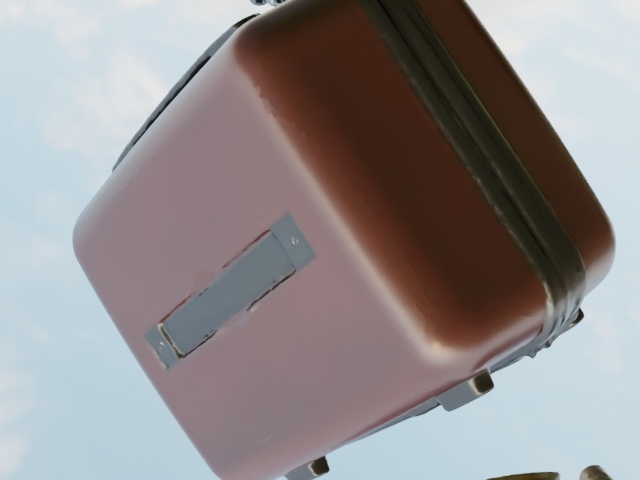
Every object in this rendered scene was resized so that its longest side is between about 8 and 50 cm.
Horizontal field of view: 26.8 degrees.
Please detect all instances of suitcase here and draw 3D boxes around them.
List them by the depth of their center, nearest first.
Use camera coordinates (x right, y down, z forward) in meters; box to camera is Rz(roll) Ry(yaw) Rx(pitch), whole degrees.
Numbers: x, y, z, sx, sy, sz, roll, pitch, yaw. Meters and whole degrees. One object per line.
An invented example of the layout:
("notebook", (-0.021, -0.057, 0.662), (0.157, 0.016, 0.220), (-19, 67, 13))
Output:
("suitcase", (0.000, 0.000, 0.776), (0.161, 0.297, 0.236), (-30, -96, -36))

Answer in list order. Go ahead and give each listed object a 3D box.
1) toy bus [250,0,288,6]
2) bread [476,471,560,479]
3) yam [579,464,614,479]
("toy bus", (-0.082, -0.290, 1.382), (0.190, 0.075, 0.064), (18, -177, -26))
("bread", (0.122, 0.288, 0.984), (0.107, 0.241, 0.136), (7, -142, -25))
("yam", (0.404, 0.369, 1.719), (0.046, 0.046, 0.264), (7, -162, -19))
